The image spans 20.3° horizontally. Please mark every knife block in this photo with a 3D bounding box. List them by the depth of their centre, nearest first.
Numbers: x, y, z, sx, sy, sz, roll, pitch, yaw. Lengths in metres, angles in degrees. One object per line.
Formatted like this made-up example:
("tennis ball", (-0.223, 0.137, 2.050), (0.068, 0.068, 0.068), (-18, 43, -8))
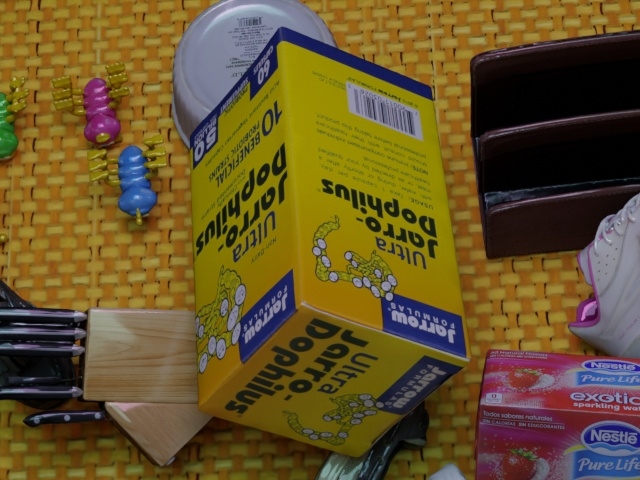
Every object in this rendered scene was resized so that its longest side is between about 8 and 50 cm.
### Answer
("knife block", (-0.201, 0.102, 1.838), (0.275, 0.088, 0.242), (-43, 95, -12))

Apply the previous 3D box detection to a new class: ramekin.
("ramekin", (-0.069, -0.177, 1.987), (0.207, 0.109, 0.207), (-2, 66, 5))

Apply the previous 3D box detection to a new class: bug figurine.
("bug figurine", (-0.300, -0.090, 1.991), (0.279, 0.072, 0.216), (-10, 59, 6))

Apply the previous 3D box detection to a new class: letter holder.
("letter holder", (0.313, -0.105, 1.859), (0.301, 0.214, 0.152), (-6, 66, 3))

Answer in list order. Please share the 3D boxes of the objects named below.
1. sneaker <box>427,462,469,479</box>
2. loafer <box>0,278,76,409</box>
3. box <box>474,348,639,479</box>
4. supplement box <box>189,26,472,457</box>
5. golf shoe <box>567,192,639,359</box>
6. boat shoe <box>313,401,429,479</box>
("sneaker", (0.130, 0.342, 1.759), (0.115, 0.090, 0.232), (-24, 57, 2))
("loafer", (-0.365, 0.073, 1.887), (0.096, 0.084, 0.267), (-41, 83, 5))
("box", (0.282, 0.192, 1.755), (0.256, 0.123, 0.128), (4, 23, 8))
("supplement box", (0.000, 0.000, 1.773), (0.195, 0.194, 0.356), (19, 45, -27))
("golf shoe", (0.328, 0.000, 1.782), (0.140, 0.306, 0.115), (18, 30, 17))
("boat shoe", (0.076, 0.191, 1.831), (0.073, 0.080, 0.223), (34, 79, 12))
